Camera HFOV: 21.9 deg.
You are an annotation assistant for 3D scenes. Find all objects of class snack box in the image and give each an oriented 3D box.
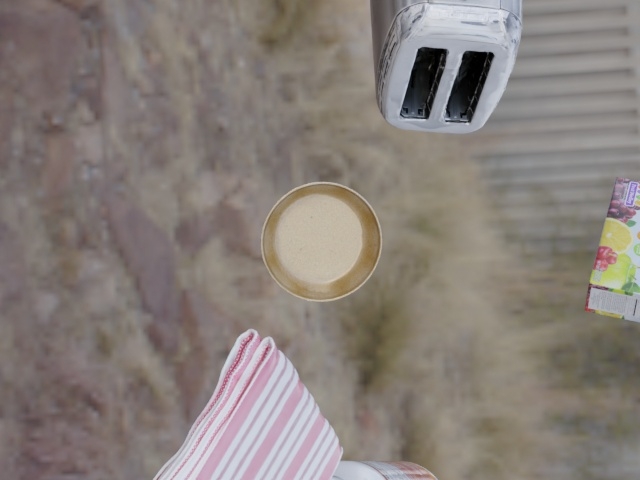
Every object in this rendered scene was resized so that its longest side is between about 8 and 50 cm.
[{"bbox_3d":[0.281,0.011,1.367,0.141,0.100,0.037,-67,164,-45],"label":"snack box"}]

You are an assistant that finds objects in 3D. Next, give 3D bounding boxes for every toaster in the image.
[{"bbox_3d":[0.109,-0.196,1.483,0.227,0.129,0.146,106,-12,-59],"label":"toaster"}]

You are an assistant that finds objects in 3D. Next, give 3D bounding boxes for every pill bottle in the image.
[{"bbox_3d":[0.046,0.296,1.767,0.216,0.121,0.121,14,73,-61],"label":"pill bottle"}]

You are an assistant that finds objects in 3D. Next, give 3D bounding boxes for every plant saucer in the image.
[{"bbox_3d":[0.000,0.000,1.130,0.015,0.083,0.083,-120,-157,-77],"label":"plant saucer"}]

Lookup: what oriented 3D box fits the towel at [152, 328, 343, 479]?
[{"bbox_3d":[-0.049,0.156,1.054,0.144,0.029,0.197,-57,152,-18],"label":"towel"}]
